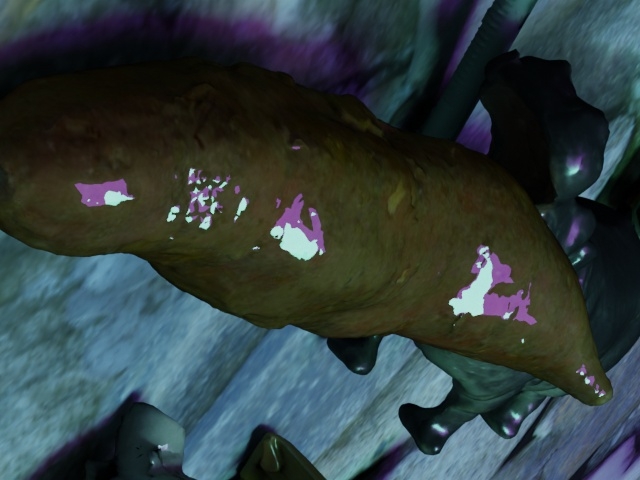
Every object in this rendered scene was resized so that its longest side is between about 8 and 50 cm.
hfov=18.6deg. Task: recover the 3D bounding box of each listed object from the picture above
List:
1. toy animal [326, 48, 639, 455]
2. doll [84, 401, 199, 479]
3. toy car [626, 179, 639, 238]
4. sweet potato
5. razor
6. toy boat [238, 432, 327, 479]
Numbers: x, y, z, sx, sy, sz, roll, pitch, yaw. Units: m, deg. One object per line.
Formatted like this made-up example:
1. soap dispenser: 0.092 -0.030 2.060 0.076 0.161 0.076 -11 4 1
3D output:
1. toy animal: 0.088 0.023 0.979 0.168 0.106 0.343 -41 163 1
2. doll: -0.064 0.173 0.845 0.149 0.192 0.095 -51 -177 -18
3. toy car: 0.245 -0.028 1.337 0.093 0.058 0.186 -53 173 5
4. sweet potato: -0.003 -0.011 0.730 0.095 0.106 0.355 -39 146 23
5. razor: 0.087 -0.114 0.851 0.084 0.036 0.211 -31 152 -41
6. toy boat: -0.048 0.187 1.073 0.077 0.057 0.200 -25 150 -42
